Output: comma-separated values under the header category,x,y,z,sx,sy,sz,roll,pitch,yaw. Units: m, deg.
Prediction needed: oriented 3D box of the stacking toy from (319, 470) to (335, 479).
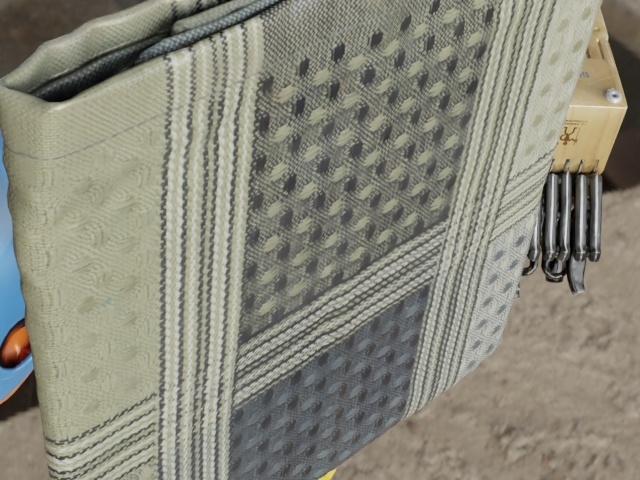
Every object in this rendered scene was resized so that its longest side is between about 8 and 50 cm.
category,x,y,z,sx,sy,sz,roll,pitch,yaw
stacking toy,-0.104,0.166,0.679,0.167,0.221,0.052,27,7,-3

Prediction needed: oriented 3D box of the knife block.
category,x,y,z,sx,sy,sz,roll,pitch,yaw
knife block,0.204,-0.088,1.132,0.088,0.242,0.276,2,50,-6

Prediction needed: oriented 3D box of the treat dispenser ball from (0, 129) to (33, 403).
category,x,y,z,sx,sy,sz,roll,pitch,yaw
treat dispenser ball,-0.337,0.013,0.933,0.288,0.288,0.288,6,49,-7

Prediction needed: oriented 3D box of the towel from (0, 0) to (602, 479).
category,x,y,z,sx,sy,sz,roll,pitch,yaw
towel,0.000,0.000,0.519,0.312,0.324,0.056,-29,54,-34
